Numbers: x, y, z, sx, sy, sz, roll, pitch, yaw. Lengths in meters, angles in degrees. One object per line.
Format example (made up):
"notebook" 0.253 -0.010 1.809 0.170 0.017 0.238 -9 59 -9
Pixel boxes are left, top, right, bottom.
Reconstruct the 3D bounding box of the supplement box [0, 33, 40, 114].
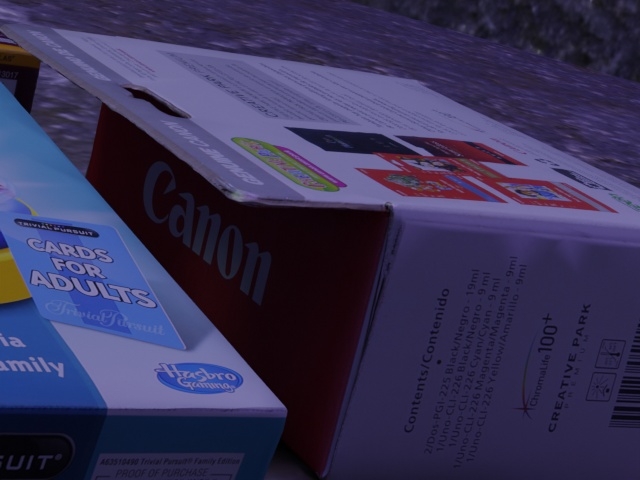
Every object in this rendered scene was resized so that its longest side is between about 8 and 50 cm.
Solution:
"supplement box" -0.272 -0.112 1.159 0.104 0.081 0.188 4 17 -37

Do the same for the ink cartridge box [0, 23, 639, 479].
"ink cartridge box" 0.000 0.000 0.886 0.272 0.130 0.309 6 16 -30

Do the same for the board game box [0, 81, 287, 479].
"board game box" -0.205 -0.003 0.652 0.254 0.079 0.336 5 27 -38
